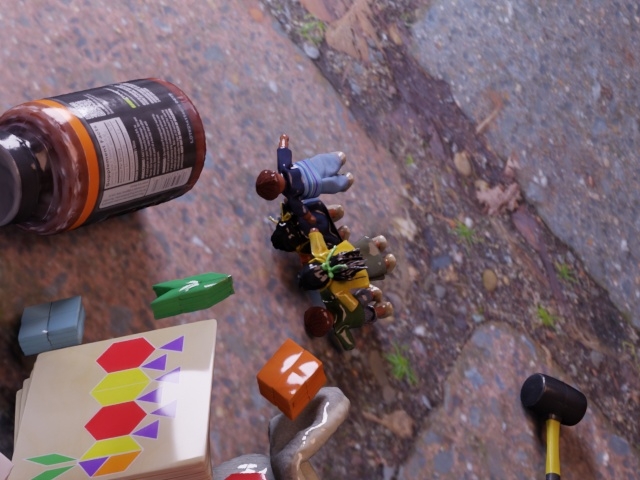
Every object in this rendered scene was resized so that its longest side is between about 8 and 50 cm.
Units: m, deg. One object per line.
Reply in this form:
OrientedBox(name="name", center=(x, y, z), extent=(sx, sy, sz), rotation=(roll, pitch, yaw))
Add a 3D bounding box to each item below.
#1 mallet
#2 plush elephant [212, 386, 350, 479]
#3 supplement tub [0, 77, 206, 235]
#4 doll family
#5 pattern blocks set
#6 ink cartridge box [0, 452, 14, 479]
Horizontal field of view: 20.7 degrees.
OrientedBox(name="mallet", center=(0.227, 0.218, 1.658), extent=(0.062, 0.039, 0.189), rotation=(19, 56, -33))
OrientedBox(name="plush elephant", center=(-0.022, 0.261, 1.188), extent=(0.330, 0.272, 0.255), rotation=(44, 22, -36))
OrientedBox(name="supplement tub", center=(-0.188, -0.064, 1.369), extent=(0.198, 0.106, 0.106), rotation=(-19, 78, -50))
OrientedBox(name="doll family", center=(0.000, 0.000, 1.549), extent=(0.111, 0.076, 0.193), rotation=(-15, 70, -45))
OrientedBox(name="pattern blocks set", center=(-0.138, 0.124, 1.180), extent=(0.325, 0.285, 0.026), rotation=(-76, 155, -57))
OrientedBox(name="ink cartridge box", center=(-0.329, 0.125, 1.038), extent=(0.237, 0.172, 0.100), rotation=(43, 40, -15))
